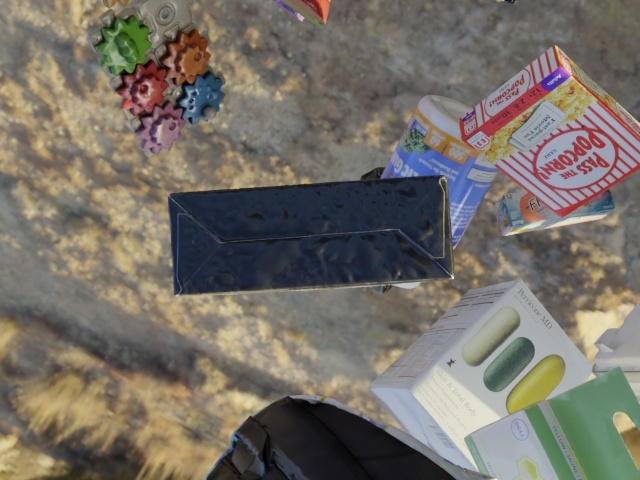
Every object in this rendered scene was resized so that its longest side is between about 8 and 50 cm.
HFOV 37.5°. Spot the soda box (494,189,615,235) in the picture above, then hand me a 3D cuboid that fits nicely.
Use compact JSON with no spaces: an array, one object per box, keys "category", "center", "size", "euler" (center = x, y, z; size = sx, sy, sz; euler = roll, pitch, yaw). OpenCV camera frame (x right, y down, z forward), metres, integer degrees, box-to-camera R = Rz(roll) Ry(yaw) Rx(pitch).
[{"category":"soda box","center":[0.385,-0.056,1.556],"size":[0.183,0.058,0.063],"euler":[-10,166,-9]}]

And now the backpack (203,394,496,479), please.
[{"category":"backpack","center":[0.036,0.318,0.943],"size":[0.356,0.290,0.273],"euler":[33,170,20]}]

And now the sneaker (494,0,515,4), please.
[{"category":"sneaker","center":[0.330,-0.415,1.439],"size":[0.276,0.135,0.098],"euler":[23,-179,21]}]

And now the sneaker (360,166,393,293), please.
[{"category":"sneaker","center":[0.096,-0.024,1.653],"size":[0.130,0.087,0.227],"euler":[19,115,30]}]

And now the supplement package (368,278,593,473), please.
[{"category":"supplement package","center":[0.261,0.228,1.551],"size":[0.199,0.263,0.198],"euler":[50,163,-4]}]

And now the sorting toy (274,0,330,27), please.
[{"category":"sorting toy","center":[-0.015,-0.426,1.501],"size":[0.127,0.126,0.365],"euler":[34,-173,-9]}]

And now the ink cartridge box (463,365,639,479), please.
[{"category":"ink cartridge box","center":[0.289,0.267,1.096],"size":[0.235,0.056,0.171],"euler":[-43,67,50]}]

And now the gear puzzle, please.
[{"category":"gear puzzle","center":[-0.231,-0.275,1.342],"size":[0.044,0.175,0.339],"euler":[36,157,36]}]

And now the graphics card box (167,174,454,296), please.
[{"category":"graphics card box","center":[0.000,0.000,0.928],"size":[0.233,0.094,0.371],"euler":[-3,178,2]}]

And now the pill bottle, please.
[{"category":"pill bottle","center":[0.160,-0.067,1.415],"size":[0.152,0.152,0.272],"euler":[28,113,3]}]

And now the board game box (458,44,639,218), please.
[{"category":"board game box","center":[0.285,-0.124,1.127],"size":[0.193,0.045,0.147],"euler":[32,128,-28]}]

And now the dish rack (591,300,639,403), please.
[{"category":"dish rack","center":[0.464,0.079,1.166],"size":[0.072,0.285,0.333],"euler":[43,173,4]}]
